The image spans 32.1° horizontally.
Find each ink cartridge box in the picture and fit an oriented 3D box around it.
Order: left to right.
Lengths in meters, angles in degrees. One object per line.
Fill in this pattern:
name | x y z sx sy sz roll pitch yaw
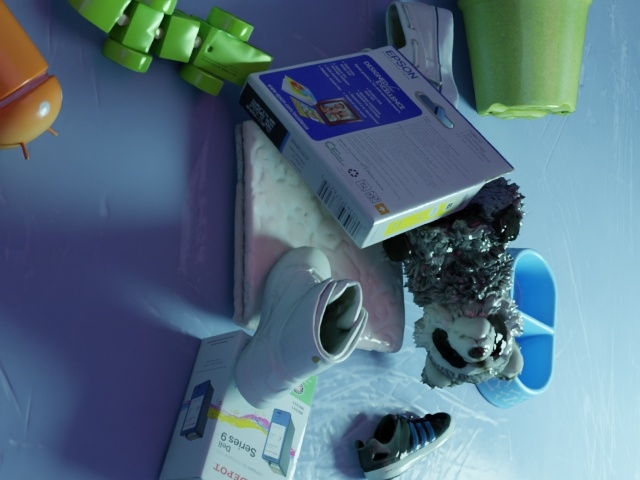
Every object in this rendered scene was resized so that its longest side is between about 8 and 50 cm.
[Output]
ink cartridge box | -0.105 0.249 1.480 0.154 0.093 0.212 36 55 -32
ink cartridge box | 0.084 -0.151 1.644 0.307 0.072 0.303 -18 58 -41

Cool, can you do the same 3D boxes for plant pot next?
plant pot | 0.375 -0.356 2.041 0.276 0.276 0.254 -1 90 -45

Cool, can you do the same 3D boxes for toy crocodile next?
toy crocodile | -0.203 -0.286 1.546 0.340 0.105 0.115 13 109 -44

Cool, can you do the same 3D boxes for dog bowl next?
dog bowl | 0.348 0.147 1.970 0.166 0.074 0.297 27 61 -37

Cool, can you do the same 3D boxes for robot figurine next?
robot figurine | -0.391 -0.201 1.311 0.128 0.158 0.219 -39 106 -20

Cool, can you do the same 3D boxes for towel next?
towel | 0.000 0.000 1.687 0.332 0.053 0.317 13 68 -42

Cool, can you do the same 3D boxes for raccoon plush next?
raccoon plush | 0.250 0.034 1.812 0.446 0.216 0.299 -58 141 -55

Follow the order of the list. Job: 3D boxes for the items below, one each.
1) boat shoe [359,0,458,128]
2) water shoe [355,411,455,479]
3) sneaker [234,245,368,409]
boat shoe | 0.134 -0.269 1.831 0.156 0.136 0.367 13 53 -11
water shoe | 0.135 0.296 1.716 0.203 0.073 0.080 -28 96 -46
sneaker | 0.002 0.085 1.472 0.108 0.169 0.292 44 35 -20
